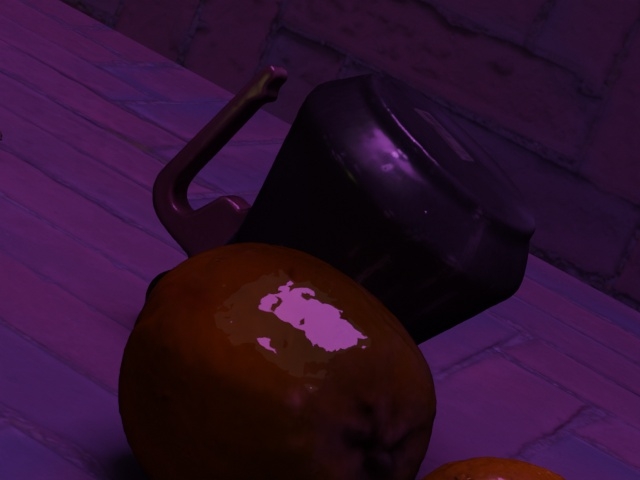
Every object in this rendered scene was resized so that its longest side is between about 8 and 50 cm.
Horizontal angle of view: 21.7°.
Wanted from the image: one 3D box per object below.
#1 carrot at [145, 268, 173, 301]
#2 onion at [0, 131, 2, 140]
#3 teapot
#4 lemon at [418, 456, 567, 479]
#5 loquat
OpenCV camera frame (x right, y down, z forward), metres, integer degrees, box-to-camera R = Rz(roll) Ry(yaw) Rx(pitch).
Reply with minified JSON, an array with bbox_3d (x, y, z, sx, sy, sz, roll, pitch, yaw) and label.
[{"bbox_3d":[-0.124,0.075,1.984,0.087,0.087,0.193,35,18,35],"label":"carrot"},{"bbox_3d":[-0.555,-0.129,1.897,0.348,0.159,0.267,28,25,-12],"label":"onion"},{"bbox_3d":[0.000,0.000,1.810,0.376,0.362,0.305,49,16,16],"label":"teapot"},{"bbox_3d":[0.161,0.287,1.486,0.256,0.188,0.188,23,13,-32],"label":"lemon"},{"bbox_3d":[-0.039,0.135,1.538,0.284,0.276,0.276,20,9,41],"label":"loquat"}]
